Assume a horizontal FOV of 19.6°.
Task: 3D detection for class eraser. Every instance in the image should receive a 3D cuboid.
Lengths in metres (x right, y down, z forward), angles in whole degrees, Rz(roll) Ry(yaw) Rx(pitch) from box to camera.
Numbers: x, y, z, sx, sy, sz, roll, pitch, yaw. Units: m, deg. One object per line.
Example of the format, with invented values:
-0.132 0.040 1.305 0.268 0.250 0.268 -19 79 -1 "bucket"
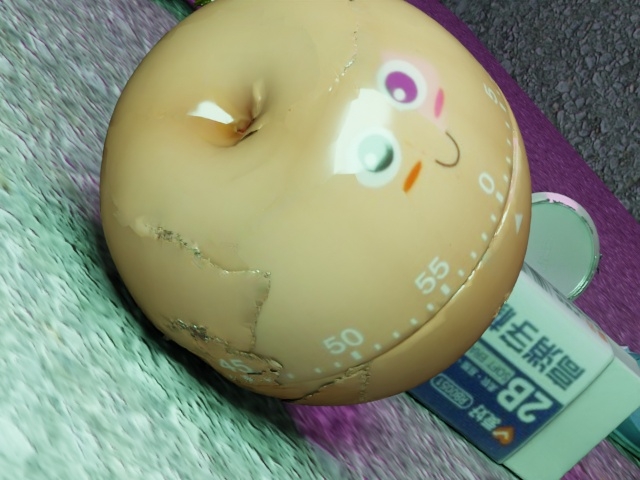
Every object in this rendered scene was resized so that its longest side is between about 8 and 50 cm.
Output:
0.132 0.083 1.365 0.210 0.124 0.068 40 12 -27 "eraser"

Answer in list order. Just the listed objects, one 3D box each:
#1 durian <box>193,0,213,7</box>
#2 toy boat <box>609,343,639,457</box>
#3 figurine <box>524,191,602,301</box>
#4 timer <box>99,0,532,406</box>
-0.078 -0.248 1.775 0.102 0.146 0.208 2 17 -21 "durian"
0.311 0.167 1.842 0.215 0.088 0.102 37 -20 -31 "toy boat"
0.219 0.003 2.003 0.132 0.132 0.153 42 -2 -16 "figurine"
-0.001 -0.026 1.026 0.215 0.229 0.230 38 13 -45 "timer"
